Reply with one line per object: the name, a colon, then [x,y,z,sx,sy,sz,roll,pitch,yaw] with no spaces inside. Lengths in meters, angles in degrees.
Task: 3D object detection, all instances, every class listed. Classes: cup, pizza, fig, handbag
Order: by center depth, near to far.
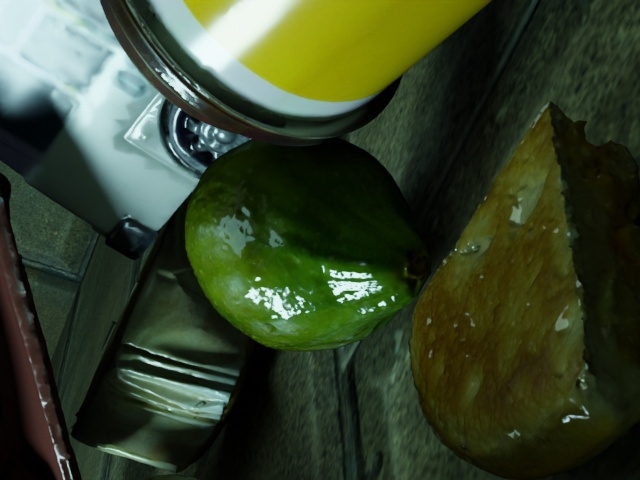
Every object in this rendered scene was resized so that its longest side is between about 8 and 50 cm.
pizza: [0.083,0.022,0.453,0.175,0.046,0.134,-134,63,-75]
cup: [0.025,-0.170,0.592,0.280,0.196,0.196,-27,44,47]
fig: [0.000,0.000,0.672,0.156,0.123,0.123,-4,68,62]
handbag: [-0.236,0.076,0.924,0.260,0.084,0.275,-140,38,-69]

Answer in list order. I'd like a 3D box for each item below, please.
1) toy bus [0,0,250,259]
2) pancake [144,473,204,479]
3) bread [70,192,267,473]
toy bus: [-0.080,-0.219,0.844,0.440,0.249,0.209,-46,24,30]
pancake: [-0.124,0.287,0.823,0.282,0.049,0.282,-37,42,42]
bread: [-0.103,0.074,0.993,0.210,0.110,0.192,128,163,-53]
